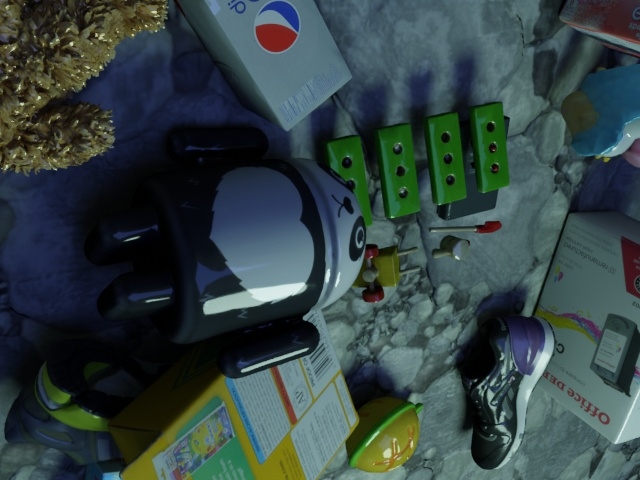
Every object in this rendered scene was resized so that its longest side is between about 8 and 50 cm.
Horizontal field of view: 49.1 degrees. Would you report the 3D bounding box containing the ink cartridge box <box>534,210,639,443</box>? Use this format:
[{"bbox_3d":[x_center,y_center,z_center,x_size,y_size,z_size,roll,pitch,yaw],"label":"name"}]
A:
[{"bbox_3d":[0.474,0.132,1.129,0.131,0.226,0.306,-2,115,-33],"label":"ink cartridge box"}]

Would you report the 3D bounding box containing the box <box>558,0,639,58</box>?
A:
[{"bbox_3d":[0.468,-0.281,0.846,0.154,0.300,0.142,9,111,-36],"label":"box"}]

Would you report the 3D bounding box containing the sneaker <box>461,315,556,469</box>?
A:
[{"bbox_3d":[0.275,0.248,1.159,0.124,0.107,0.283,6,108,-21],"label":"sneaker"}]

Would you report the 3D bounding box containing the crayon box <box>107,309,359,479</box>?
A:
[{"bbox_3d":[-0.090,0.213,0.759,0.323,0.083,0.203,-42,120,-49],"label":"crayon box"}]

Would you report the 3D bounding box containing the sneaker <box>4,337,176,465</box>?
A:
[{"bbox_3d":[-0.214,0.199,0.792,0.121,0.111,0.300,-34,139,18],"label":"sneaker"}]

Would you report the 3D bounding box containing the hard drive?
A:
[{"bbox_3d":[0.208,-0.098,0.954,0.094,0.022,0.135,-14,121,-28],"label":"hard drive"}]

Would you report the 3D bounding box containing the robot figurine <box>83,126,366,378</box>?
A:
[{"bbox_3d":[-0.086,0.006,0.710,0.278,0.173,0.209,-10,120,-30],"label":"robot figurine"}]

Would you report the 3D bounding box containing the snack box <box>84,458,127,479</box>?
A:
[{"bbox_3d":[-0.215,0.421,0.884,0.187,0.060,0.322,5,98,-37],"label":"snack box"}]

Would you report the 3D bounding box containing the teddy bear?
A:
[{"bbox_3d":[-0.270,-0.139,0.548,0.338,0.113,0.245,-35,127,-14],"label":"teddy bear"}]

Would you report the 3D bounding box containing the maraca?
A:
[{"bbox_3d":[0.100,0.288,1.049,0.127,0.099,0.186,-49,157,11],"label":"maraca"}]

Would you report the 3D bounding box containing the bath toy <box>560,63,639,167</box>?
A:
[{"bbox_3d":[0.491,-0.161,1.040,0.348,0.151,0.129,4,88,-43],"label":"bath toy"}]

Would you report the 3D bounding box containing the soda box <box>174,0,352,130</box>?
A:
[{"bbox_3d":[-0.085,-0.239,0.625,0.091,0.098,0.286,-42,131,-9],"label":"soda box"}]

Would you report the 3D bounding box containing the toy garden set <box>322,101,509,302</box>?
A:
[{"bbox_3d":[0.122,-0.049,0.872,0.244,0.049,0.204,-16,107,-21],"label":"toy garden set"}]
